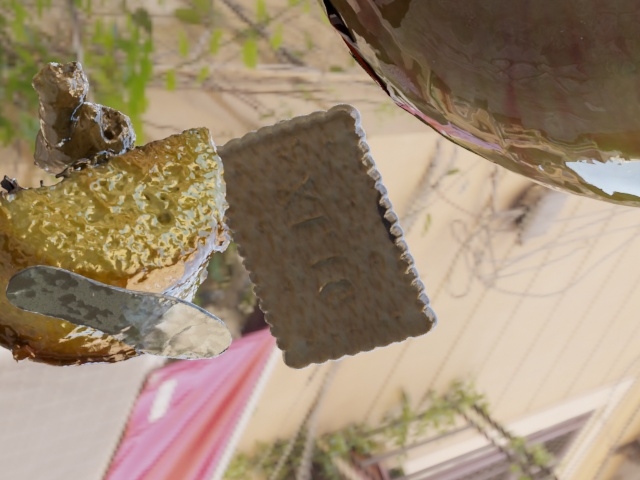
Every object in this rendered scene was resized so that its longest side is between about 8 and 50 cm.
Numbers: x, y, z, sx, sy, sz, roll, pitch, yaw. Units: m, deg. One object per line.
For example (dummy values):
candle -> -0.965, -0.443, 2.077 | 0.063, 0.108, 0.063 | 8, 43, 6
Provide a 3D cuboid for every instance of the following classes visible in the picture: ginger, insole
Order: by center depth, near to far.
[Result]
insole -> -0.148, 0.056, 1.046 | 0.065, 0.193, 0.006 | -45, -139, 32
ginger -> -0.217, -0.106, 1.278 | 0.165, 0.096, 0.067 | 109, -24, -61

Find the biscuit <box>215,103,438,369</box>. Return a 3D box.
biscuit -> 0.000, 0.000, 1.726 | 0.217, 0.044, 0.325 | -17, -70, 17

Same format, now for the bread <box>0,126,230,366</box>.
bread -> -0.178, 0.018, 1.222 | 0.147, 0.260, 0.160 | 52, -42, 20

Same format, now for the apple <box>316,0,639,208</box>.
apple -> 0.103, -0.135, 0.421 | 0.260, 0.194, 0.261 | 6, -79, 33
